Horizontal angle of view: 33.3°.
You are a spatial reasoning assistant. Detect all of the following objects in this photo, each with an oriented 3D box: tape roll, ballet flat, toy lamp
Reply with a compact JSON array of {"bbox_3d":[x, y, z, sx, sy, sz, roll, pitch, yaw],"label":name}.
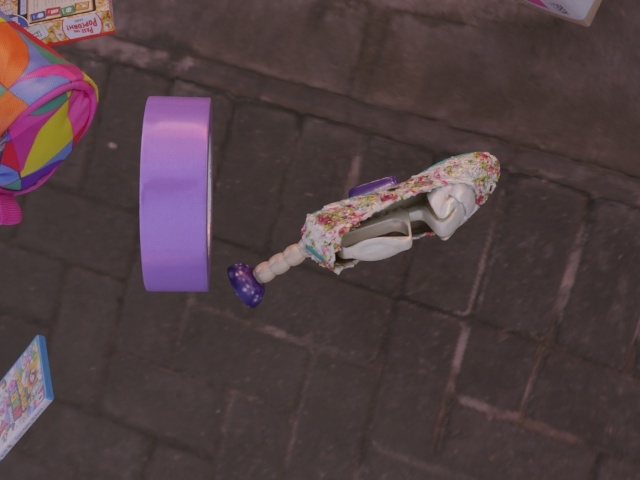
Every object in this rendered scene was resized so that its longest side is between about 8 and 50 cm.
[{"bbox_3d":[-0.199,-0.065,1.511,0.090,0.275,0.275,0,93,-4],"label":"tape roll"},{"bbox_3d":[0.096,-0.022,1.154,0.240,0.091,0.077,-22,41,-8],"label":"ballet flat"},{"bbox_3d":[0.000,0.000,1.501,0.274,0.080,0.080,-33,82,14],"label":"toy lamp"}]

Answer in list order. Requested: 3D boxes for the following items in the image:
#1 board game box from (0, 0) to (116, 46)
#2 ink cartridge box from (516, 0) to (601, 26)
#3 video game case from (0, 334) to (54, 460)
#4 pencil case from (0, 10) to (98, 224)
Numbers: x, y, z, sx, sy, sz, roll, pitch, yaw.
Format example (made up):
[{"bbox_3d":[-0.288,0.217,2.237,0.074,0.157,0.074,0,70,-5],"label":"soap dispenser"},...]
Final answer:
[{"bbox_3d":[-0.437,-0.373,1.746,0.193,0.147,0.045,-12,133,-3],"label":"board game box"},{"bbox_3d":[0.219,-0.315,0.952,0.088,0.234,0.193,29,100,25],"label":"ink cartridge box"},{"bbox_3d":[-0.454,0.238,1.611,0.166,0.015,0.119,-47,44,28],"label":"video game case"},{"bbox_3d":[-0.248,-0.120,0.649,0.236,0.104,0.104,40,104,8],"label":"pencil case"}]
